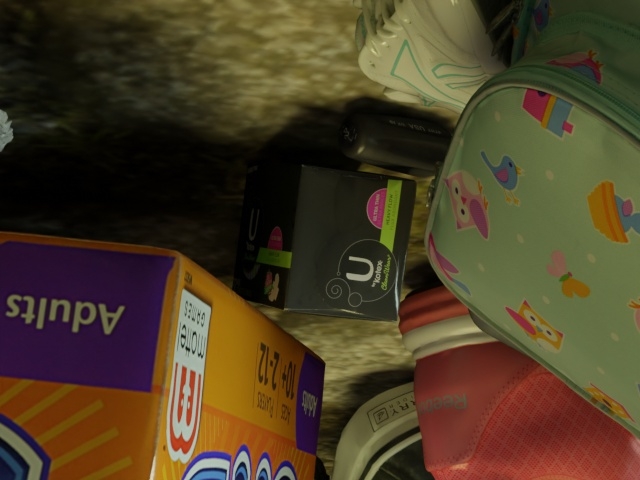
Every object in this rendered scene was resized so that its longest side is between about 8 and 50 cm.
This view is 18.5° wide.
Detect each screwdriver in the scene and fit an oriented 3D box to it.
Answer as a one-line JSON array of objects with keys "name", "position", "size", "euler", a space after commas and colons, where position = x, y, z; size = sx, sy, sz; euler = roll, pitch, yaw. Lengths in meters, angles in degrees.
[{"name": "screwdriver", "position": [0.076, -0.033, 0.844], "size": [0.170, 0.024, 0.025], "euler": [9, -169, -40]}]

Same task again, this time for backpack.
[{"name": "backpack", "position": [0.125, -0.029, 0.576], "size": [0.144, 0.166, 0.188], "euler": [-32, 151, -35]}]

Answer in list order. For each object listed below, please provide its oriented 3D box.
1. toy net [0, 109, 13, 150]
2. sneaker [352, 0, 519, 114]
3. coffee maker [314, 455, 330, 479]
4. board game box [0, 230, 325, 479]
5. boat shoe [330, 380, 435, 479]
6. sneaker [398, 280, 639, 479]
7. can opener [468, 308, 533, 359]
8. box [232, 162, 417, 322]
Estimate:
[{"name": "toy net", "position": [-0.231, -0.053, 0.763], "size": [0.232, 0.045, 0.122], "euler": [-7, 158, 19]}, {"name": "sneaker", "position": [0.038, -0.074, 0.664], "size": [0.061, 0.053, 0.152], "euler": [0, 162, 11]}, {"name": "coffee maker", "position": [-0.115, 0.163, 1.316], "size": [0.171, 0.120, 0.178], "euler": [-38, 148, 16]}, {"name": "board game box", "position": [-0.215, 0.187, 0.847], "size": [0.357, 0.356, 0.356], "euler": [5, 172, 9]}, {"name": "boat shoe", "position": [0.059, 0.220, 1.298], "size": [0.121, 0.119, 0.335], "euler": [-17, 149, -8]}, {"name": "sneaker", "position": [0.167, 0.110, 1.071], "size": [0.314, 0.136, 0.116], "euler": [14, 158, -34]}, {"name": "can opener", "position": [0.184, 0.055, 0.989], "size": [0.280, 0.093, 0.074], "euler": [25, 124, -35]}, {"name": "box", "position": [0.000, 0.000, 0.835], "size": [0.052, 0.062, 0.083], "euler": [7, 180, -17]}]
